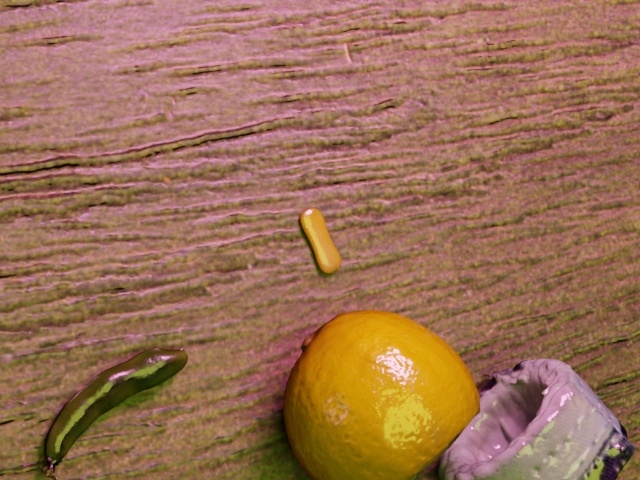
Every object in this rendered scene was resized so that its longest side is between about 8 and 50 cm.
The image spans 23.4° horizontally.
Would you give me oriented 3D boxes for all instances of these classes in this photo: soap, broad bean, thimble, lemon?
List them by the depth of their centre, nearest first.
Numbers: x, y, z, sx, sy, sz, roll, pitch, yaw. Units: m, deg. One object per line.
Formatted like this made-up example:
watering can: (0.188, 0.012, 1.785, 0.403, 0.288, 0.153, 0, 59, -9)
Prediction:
broad bean: (-0.255, 0.194, 1.852, 0.227, 0.039, 0.069, -44, 97, -18)
lemon: (0.061, 0.195, 1.885, 0.240, 0.240, 0.219, -42, 84, -19)
thimble: (0.275, 0.266, 1.969, 0.150, 0.237, 0.237, 43, 73, -15)
soap: (0.000, 0.000, 1.982, 0.034, 0.012, 0.089, -25, 97, -23)
